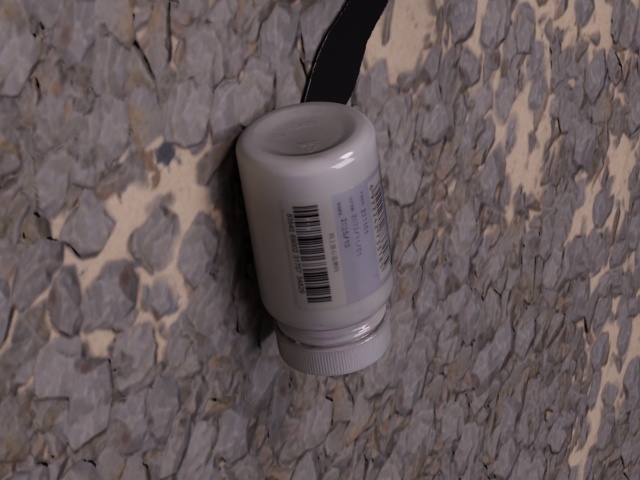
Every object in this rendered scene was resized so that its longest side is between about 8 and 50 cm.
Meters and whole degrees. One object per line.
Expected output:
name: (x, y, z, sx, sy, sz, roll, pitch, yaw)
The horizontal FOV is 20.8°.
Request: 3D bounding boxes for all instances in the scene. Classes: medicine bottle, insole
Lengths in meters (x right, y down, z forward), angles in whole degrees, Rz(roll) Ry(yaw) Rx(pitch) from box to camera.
medicine bottle: (0.000, 0.000, 1.284, 0.103, 0.103, 0.186, -43, 135, -43)
insole: (0.025, -0.161, 1.359, 0.188, 0.004, 0.064, -65, 148, -19)
